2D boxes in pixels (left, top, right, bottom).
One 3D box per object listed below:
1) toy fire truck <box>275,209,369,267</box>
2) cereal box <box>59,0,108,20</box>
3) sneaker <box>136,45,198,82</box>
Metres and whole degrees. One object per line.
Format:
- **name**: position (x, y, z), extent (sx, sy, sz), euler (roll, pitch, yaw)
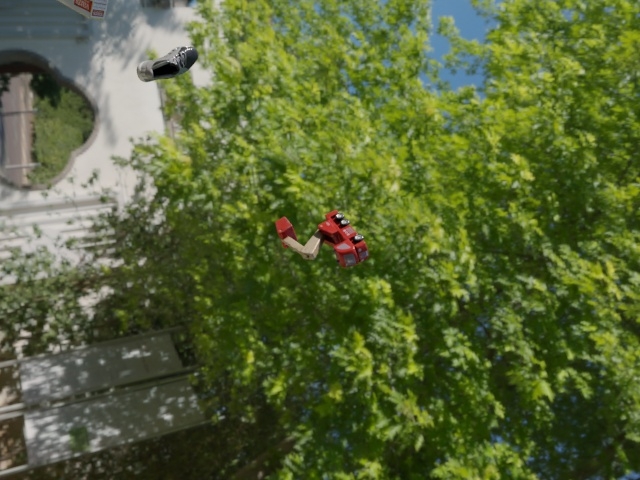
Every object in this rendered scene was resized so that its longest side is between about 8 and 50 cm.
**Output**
- **toy fire truck**: position (0.000, 0.000, 1.276), extent (0.192, 0.135, 0.047), euler (52, -15, 49)
- **cereal box**: position (-0.501, -0.612, 1.330), extent (0.173, 0.047, 0.240), euler (33, -64, 22)
- **sneaker**: position (-0.466, -0.564, 2.034), extent (0.132, 0.228, 0.086), euler (18, -46, 47)
